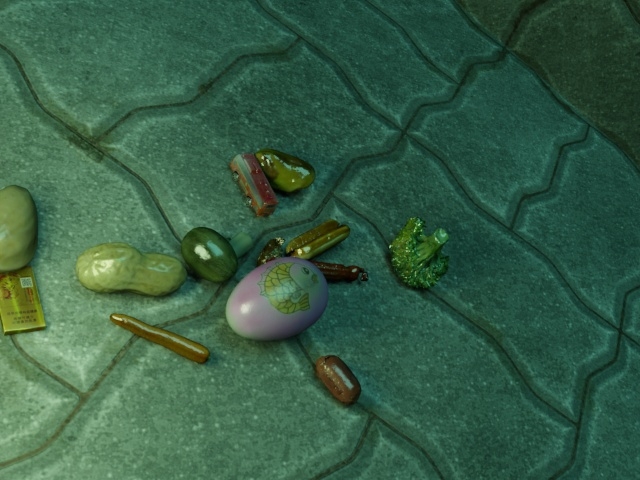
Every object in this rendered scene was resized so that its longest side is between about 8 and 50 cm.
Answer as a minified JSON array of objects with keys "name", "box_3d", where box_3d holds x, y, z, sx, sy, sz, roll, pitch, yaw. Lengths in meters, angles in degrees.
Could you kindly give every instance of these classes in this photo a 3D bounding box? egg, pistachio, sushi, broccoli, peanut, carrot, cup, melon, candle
[{"name":"egg","box_3d":[-0.104,0.149,1.856,0.271,0.196,0.196,-37,80,-30]},{"name":"pistachio","box_3d":[-0.686,-0.029,1.658,0.153,0.137,0.238,48,23,-43]},{"name":"sushi","box_3d":[-0.131,0.045,2.019,0.055,0.052,0.120,24,42,6]},{"name":"broccoli","box_3d":[0.307,0.023,2.217,0.194,0.194,0.220,-1,63,-34]},{"name":"pistachio","box_3d":[-0.109,-0.202,2.199,0.189,0.100,0.110,17,25,-10]},{"name":"peanut","box_3d":[-0.429,0.068,1.755,0.256,0.123,0.124,7,53,-26]},{"name":"carrot","box_3d":[-0.363,0.220,1.735,0.247,0.043,0.043,26,46,-11]},{"name":"cup","box_3d":[-0.227,0.014,1.977,0.075,0.054,0.083,44,47,4]},{"name":"melon","box_3d":[-0.277,0.032,1.886,0.167,0.114,0.114,46,45,4]},{"name":"candle","box_3d":[-0.009,0.077,2.047,0.329,0.051,0.048,9,67,-38]}]

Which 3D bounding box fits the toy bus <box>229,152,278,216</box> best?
[{"name":"toy bus","box_3d":[-0.184,-0.158,2.125,0.065,0.077,0.192,-10,63,-40]}]

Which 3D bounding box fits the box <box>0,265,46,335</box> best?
[{"name":"box","box_3d":[-0.649,0.126,1.637,0.089,0.022,0.156,-5,59,-37]}]

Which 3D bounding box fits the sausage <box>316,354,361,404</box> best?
[{"name":"sausage","box_3d":[0.046,0.342,1.881,0.076,0.076,0.141,-24,71,-42]}]

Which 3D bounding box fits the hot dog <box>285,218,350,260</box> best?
[{"name":"hot dog","box_3d":[0.000,0.000,2.122,0.092,0.062,0.235,24,36,37]}]
